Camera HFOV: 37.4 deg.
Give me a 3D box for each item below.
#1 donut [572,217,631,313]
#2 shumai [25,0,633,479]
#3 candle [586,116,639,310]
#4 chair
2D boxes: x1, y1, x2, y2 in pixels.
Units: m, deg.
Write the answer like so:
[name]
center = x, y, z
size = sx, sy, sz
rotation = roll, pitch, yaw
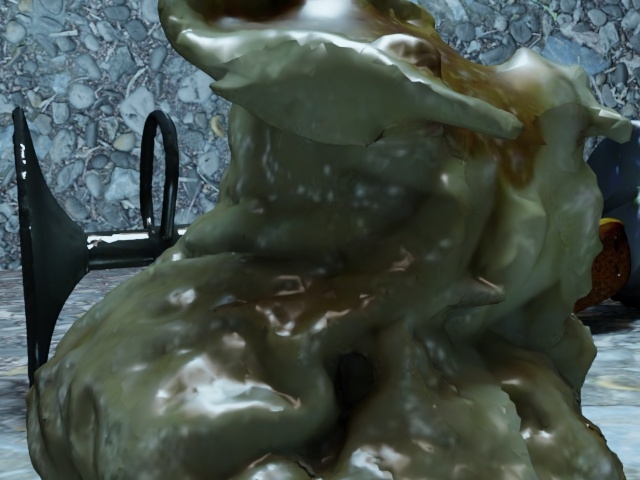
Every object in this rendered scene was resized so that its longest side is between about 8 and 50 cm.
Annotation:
[donut]
center = 0.250, 0.036, 0.990
size = 0.166, 0.073, 0.184
rotation = -23, -1, 8
[shumai]
center = 0.000, 0.000, 0.449
size = 0.267, 0.262, 0.314
rotation = -1, 1, 1
[candle]
center = 0.479, -0.029, 1.087
size = 0.343, 0.221, 0.221
rotation = 1, 2, -16
[chair]
center = -0.038, 0.002, 0.771
size = 0.401, 0.226, 0.226
rotation = -2, 3, -18
